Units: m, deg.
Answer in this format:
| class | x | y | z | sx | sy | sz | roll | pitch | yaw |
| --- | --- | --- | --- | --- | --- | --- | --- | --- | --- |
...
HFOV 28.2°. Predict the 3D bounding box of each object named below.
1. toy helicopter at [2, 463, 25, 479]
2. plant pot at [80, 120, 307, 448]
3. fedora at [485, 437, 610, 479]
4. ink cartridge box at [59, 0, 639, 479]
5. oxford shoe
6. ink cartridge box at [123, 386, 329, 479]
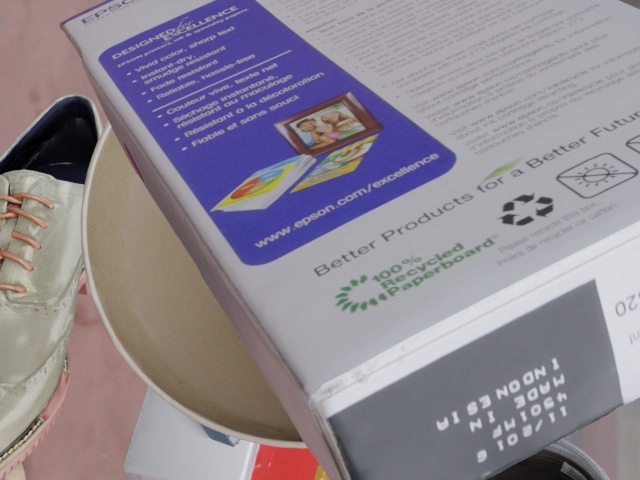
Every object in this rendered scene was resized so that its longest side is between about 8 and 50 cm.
| class | x | y | z | sx | sy | sz | roll | pitch | yaw |
| --- | --- | --- | --- | --- | --- | --- | --- | --- | --- |
| toy helicopter | -0.545 | 0.253 | 1.974 | 0.140 | 0.355 | 0.235 | -20 | 131 | -30 |
| plant pot | 0.000 | 0.000 | 0.882 | 0.191 | 0.284 | 0.284 | 52 | 38 | -79 |
| fedora | 0.228 | 0.351 | 1.552 | 0.124 | 0.276 | 0.243 | 92 | -2 | -57 |
| ink cartridge box | 0.018 | -0.050 | 0.500 | 0.371 | 0.176 | 0.069 | 50 | -16 | 56 |
| oxford shoe | -0.250 | 0.025 | 0.981 | 0.397 | 0.141 | 0.146 | -84 | -178 | -54 |
| ink cartridge box | -0.063 | 0.167 | 1.496 | 0.066 | 0.261 | 0.296 | 88 | 14 | -61 |
